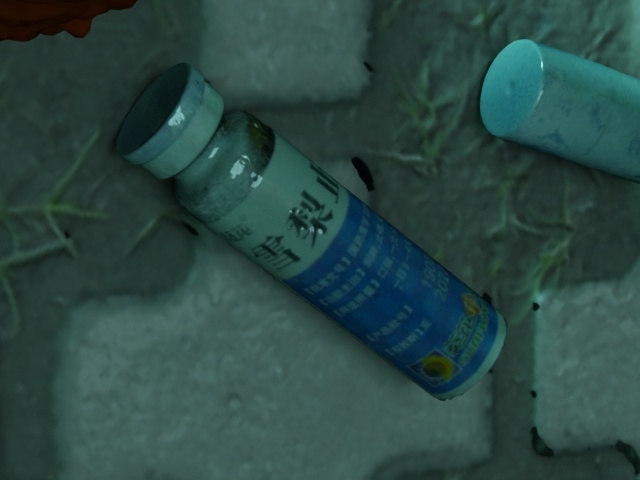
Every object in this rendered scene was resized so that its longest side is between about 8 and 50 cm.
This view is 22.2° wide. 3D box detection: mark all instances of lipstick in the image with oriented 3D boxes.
[{"bbox_3d":[0.151,-0.051,0.771,0.158,0.048,0.048,15,88,-29],"label":"lipstick"}]

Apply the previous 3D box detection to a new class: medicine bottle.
[{"bbox_3d":[0.000,0.000,0.692,0.191,0.051,0.051,39,77,-27],"label":"medicine bottle"}]

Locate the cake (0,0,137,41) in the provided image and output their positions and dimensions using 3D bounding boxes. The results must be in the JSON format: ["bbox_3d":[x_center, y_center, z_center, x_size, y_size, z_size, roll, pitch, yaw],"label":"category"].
[{"bbox_3d":[-0.120,-0.234,0.403,0.269,0.270,0.319,12,76,-26],"label":"cake"}]
